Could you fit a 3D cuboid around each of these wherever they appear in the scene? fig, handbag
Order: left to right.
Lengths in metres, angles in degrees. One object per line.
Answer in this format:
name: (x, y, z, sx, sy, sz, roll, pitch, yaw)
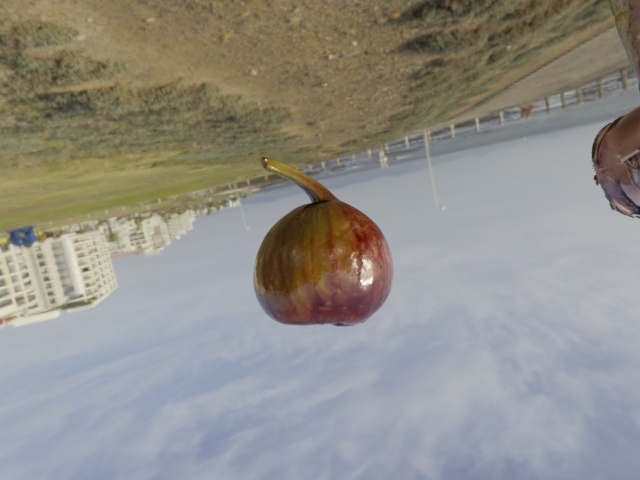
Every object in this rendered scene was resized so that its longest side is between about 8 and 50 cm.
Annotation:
fig: (0.006, 0.004, 0.631, 0.175, 0.207, 0.175, 1, 168, 0)
handbag: (0.485, -0.115, 0.662, 0.205, 0.179, 0.116, 8, 166, -14)

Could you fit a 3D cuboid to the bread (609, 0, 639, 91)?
bread: (0.418, -0.281, 0.513, 0.211, 0.234, 0.099, 0, -152, 47)
